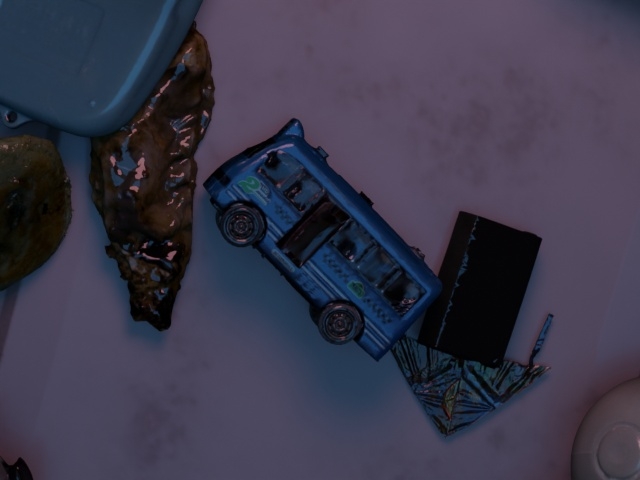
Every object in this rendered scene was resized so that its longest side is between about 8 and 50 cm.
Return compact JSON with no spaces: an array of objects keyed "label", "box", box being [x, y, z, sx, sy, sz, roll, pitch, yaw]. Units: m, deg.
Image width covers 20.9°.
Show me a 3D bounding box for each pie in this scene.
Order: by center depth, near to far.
[{"label":"pie","box":[-0.318,-0.021,1.706,0.041,0.187,0.187,37,93,35]}]

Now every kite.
[{"label":"kite","box":[0.150,0.130,1.823,0.183,0.010,0.160,13,93,-3]}]

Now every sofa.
[{"label":"sofa","box":[0.163,0.051,1.793,0.085,0.060,0.147,18,89,-19]}]

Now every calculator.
[{"label":"calculator","box":[-0.232,-0.288,1.705,0.256,0.054,0.386,24,94,7]}]

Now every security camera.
[{"label":"security camera","box":[0.334,0.249,1.767,0.194,0.194,0.236,23,89,-6]}]

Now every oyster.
[{"label":"oyster","box":[-0.169,-0.078,1.752,0.129,0.078,0.345,-1,94,-13]}]

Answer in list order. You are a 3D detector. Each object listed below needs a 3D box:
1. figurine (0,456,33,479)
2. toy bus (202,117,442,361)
[{"label":"figurine","box":[-0.346,0.302,1.747,0.176,0.133,0.236,-26,95,8]},{"label":"toy bus","box":[0.000,0.000,1.746,0.134,0.113,0.246,-44,98,0]}]
